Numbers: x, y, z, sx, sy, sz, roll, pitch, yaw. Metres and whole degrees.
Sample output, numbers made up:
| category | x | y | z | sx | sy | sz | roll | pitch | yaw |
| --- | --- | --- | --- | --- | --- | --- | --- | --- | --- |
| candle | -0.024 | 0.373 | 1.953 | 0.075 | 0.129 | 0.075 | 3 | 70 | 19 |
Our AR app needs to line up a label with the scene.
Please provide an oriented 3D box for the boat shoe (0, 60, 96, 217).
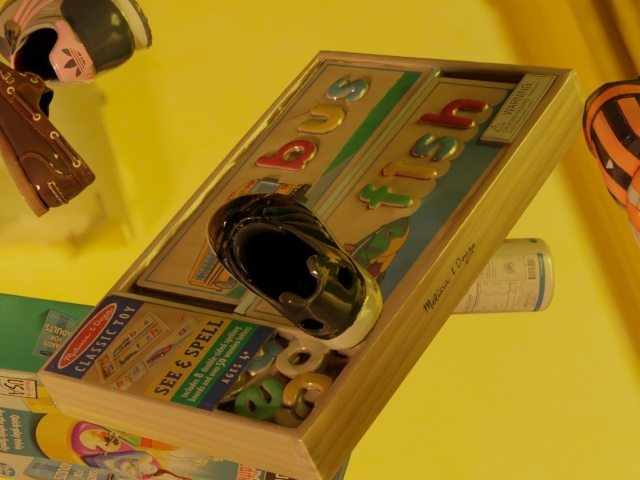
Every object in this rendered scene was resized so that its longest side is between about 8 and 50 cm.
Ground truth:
| category | x | y | z | sx | sy | sz | roll | pitch | yaw |
| --- | --- | --- | --- | --- | --- | --- | --- | --- | --- |
| boat shoe | -0.281 | -0.120 | 1.721 | 0.073 | 0.207 | 0.073 | -33 | -16 | 3 |

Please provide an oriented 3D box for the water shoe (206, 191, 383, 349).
| category | x | y | z | sx | sy | sz | roll | pitch | yaw |
| --- | --- | --- | --- | --- | --- | --- | --- | --- | --- |
| water shoe | -0.031 | 0.002 | 1.241 | 0.080 | 0.203 | 0.073 | 38 | -93 | -38 |

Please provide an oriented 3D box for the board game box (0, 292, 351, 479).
| category | x | y | z | sx | sy | sz | roll | pitch | yaw |
| --- | --- | --- | --- | --- | --- | --- | --- | --- | --- |
| board game box | -0.138 | 0.157 | 1.664 | 0.336 | 0.079 | 0.254 | 8 | -29 | -2 |

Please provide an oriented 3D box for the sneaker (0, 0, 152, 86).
| category | x | y | z | sx | sy | sz | roll | pitch | yaw |
| --- | --- | --- | --- | --- | --- | --- | --- | --- | --- |
| sneaker | -0.328 | -0.231 | 2.124 | 0.131 | 0.112 | 0.319 | -37 | 20 | -28 |

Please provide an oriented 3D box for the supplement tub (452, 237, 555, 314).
| category | x | y | z | sx | sy | sz | roll | pitch | yaw |
| --- | --- | --- | --- | --- | --- | --- | --- | --- | --- |
| supplement tub | 0.156 | 0.033 | 1.678 | 0.107 | 0.071 | 0.071 | -1 | -23 | -10 |

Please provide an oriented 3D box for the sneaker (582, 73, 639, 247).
| category | x | y | z | sx | sy | sz | roll | pitch | yaw |
| --- | --- | --- | --- | --- | --- | --- | --- | --- | --- |
| sneaker | 0.308 | -0.036 | 1.181 | 0.321 | 0.180 | 0.124 | 23 | -64 | -26 |

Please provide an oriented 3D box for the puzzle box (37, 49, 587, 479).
| category | x | y | z | sx | sy | sz | roll | pitch | yaw |
| --- | --- | --- | --- | --- | --- | --- | --- | --- | --- |
| puzzle box | 0.000 | 0.000 | 1.422 | 0.272 | 0.409 | 0.052 | 8 | -42 | 39 |
